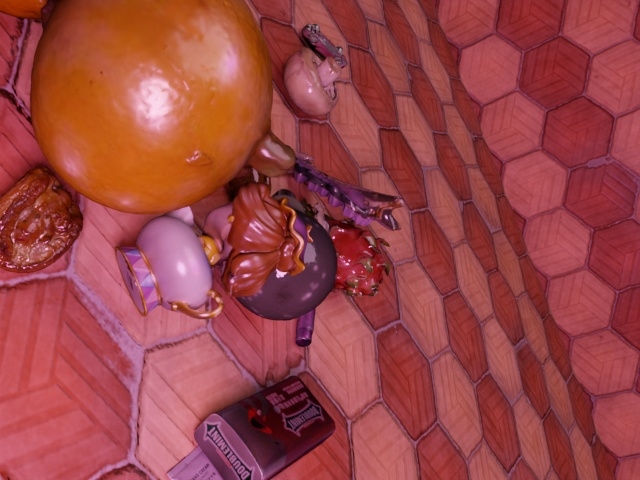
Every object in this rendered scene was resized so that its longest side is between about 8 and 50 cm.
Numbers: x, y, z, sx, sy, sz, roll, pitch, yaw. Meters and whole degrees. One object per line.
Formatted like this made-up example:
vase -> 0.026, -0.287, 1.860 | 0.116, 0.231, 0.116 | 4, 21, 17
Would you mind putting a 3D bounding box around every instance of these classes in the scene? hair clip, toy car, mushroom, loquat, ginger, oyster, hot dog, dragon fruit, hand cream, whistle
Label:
hair clip -> 0.038, -0.103, 1.420 | 0.292, 0.084, 0.106 | 32, 17, 27
toy car -> 0.009, -0.476, 1.762 | 0.142, 0.055, 0.069 | 39, 30, -25
mushroom -> -0.011, -0.353, 1.575 | 0.154, 0.123, 0.154 | 47, 27, -34
loquat -> -0.193, -0.181, 0.915 | 0.360, 0.328, 0.328 | 31, 39, -11
ginger -> -0.127, -0.143, 1.280 | 0.103, 0.073, 0.162 | -2, 71, -60
oyster -> 0.000, 0.000, 1.314 | 0.121, 0.045, 0.146 | -57, 141, -48
hot dog -> -0.341, -0.026, 0.849 | 0.099, 0.065, 0.147 | 61, 27, -25
dragon fruit -> 0.042, 0.011, 1.415 | 0.236, 0.135, 0.137 | 49, 16, 14
hand cream -> -0.141, 0.349, 0.951 | 0.142, 0.053, 0.084 | 57, 25, 2
whistle -> -0.024, 0.118, 1.316 | 0.033, 0.033, 0.176 | 45, 36, -35

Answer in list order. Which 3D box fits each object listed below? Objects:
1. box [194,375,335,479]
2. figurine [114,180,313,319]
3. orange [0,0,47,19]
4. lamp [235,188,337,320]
box -> -0.075, 0.281, 1.051 | 0.120, 0.069, 0.224 | 49, 23, 17
figurine -> -0.138, 0.012, 0.979 | 0.264, 0.142, 0.189 | -21, 64, -23
orange -> -0.383, -0.425, 0.928 | 0.249, 0.183, 0.248 | 41, 38, -42
lamp -> -0.080, 0.018, 1.209 | 0.182, 0.182, 0.314 | 54, -1, -23
